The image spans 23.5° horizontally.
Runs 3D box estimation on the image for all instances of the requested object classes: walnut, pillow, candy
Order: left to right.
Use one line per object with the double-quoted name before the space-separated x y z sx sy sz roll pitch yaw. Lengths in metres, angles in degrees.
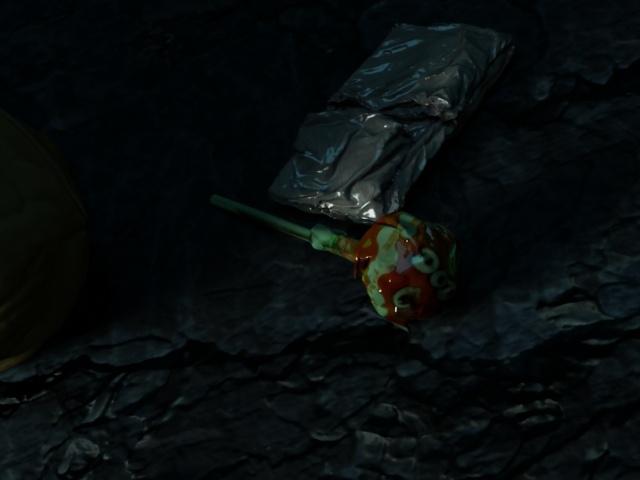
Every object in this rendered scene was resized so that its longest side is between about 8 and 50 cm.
"walnut" -0.332 -0.004 1.230 0.313 0.277 0.252 1 78 15
"candy" 0.000 0.002 1.249 0.287 0.078 0.084 18 75 45
"pillow" 0.062 -0.113 1.341 0.135 0.049 0.248 12 49 35

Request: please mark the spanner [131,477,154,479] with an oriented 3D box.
"spanner" -0.253 0.261 1.110 0.316 0.024 0.087 -33 39 -12
